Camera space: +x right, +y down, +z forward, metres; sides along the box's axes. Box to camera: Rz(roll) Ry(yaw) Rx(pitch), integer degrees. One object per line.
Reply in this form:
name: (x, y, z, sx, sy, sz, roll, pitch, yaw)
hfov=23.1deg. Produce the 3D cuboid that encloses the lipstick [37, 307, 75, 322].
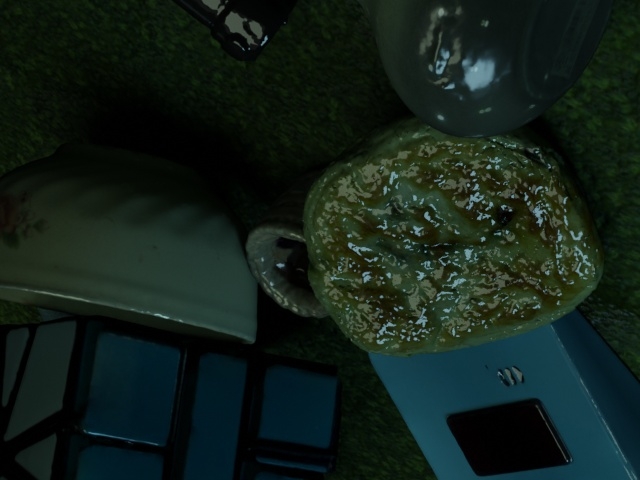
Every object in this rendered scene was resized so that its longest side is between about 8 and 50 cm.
lipstick: (-0.240, 0.143, 1.713, 0.068, 0.061, 0.274, 17, 142, 35)

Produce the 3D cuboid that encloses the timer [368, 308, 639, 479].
timer: (0.180, 0.145, 1.373, 0.232, 0.091, 0.250, -19, 107, 51)

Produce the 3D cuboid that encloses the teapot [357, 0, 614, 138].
teapot: (0.055, -0.181, 0.992, 0.251, 0.183, 0.183, 29, 147, 31)

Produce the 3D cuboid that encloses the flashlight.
flashlight: (-0.120, -0.226, 1.154, 0.232, 0.093, 0.093, 36, 146, -9)

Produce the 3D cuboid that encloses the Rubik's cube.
Rubik's cube: (-0.178, 0.233, 1.466, 0.283, 0.288, 0.293, 15, 164, -30)

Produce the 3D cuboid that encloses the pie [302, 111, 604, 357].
pie: (0.101, 0.002, 1.197, 0.240, 0.054, 0.240, 4, 127, 6)

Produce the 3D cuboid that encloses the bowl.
bowl: (-0.178, -0.001, 1.372, 0.277, 0.145, 0.277, 13, 172, 2)

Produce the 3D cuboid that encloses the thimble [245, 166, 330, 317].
thimble: (0.000, 0.000, 1.314, 0.102, 0.090, 0.115, 48, 146, -12)
